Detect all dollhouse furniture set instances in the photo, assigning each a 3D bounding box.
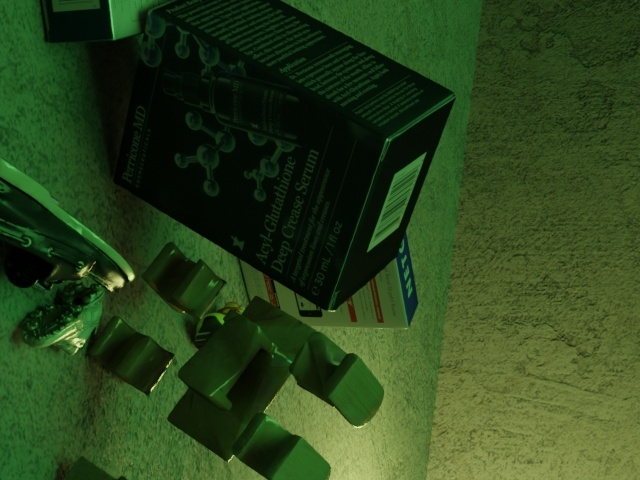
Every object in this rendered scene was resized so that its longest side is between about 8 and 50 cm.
[{"bbox_3d":[-0.149,0.277,1.843,0.394,0.362,0.256,-54,149,-12],"label":"dollhouse furniture set"}]

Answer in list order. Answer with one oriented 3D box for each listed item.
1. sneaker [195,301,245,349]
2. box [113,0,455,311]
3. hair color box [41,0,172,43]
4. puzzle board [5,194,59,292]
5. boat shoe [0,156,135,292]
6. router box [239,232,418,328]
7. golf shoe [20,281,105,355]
[{"bbox_3d":[-0.160,0.145,2.211,0.208,0.081,0.094,54,32,-69],"label":"sneaker"},{"bbox_3d":[-0.058,-0.144,1.841,0.212,0.395,0.294,-36,150,-50],"label":"box"},{"bbox_3d":[-0.268,-0.386,1.843,0.347,0.105,0.174,-38,126,-65],"label":"hair color box"},{"bbox_3d":[-0.371,-0.005,1.692,0.096,0.011,0.128,40,53,-65],"label":"puzzle board"},{"bbox_3d":[-0.352,0.002,1.593,0.113,0.127,0.340,-55,151,-9],"label":"boat shoe"},{"bbox_3d":[0.000,0.000,2.315,0.082,0.301,0.335,-62,147,-52],"label":"router box"},{"bbox_3d":[-0.334,0.120,1.721,0.176,0.069,0.086,-42,135,-64],"label":"golf shoe"}]
